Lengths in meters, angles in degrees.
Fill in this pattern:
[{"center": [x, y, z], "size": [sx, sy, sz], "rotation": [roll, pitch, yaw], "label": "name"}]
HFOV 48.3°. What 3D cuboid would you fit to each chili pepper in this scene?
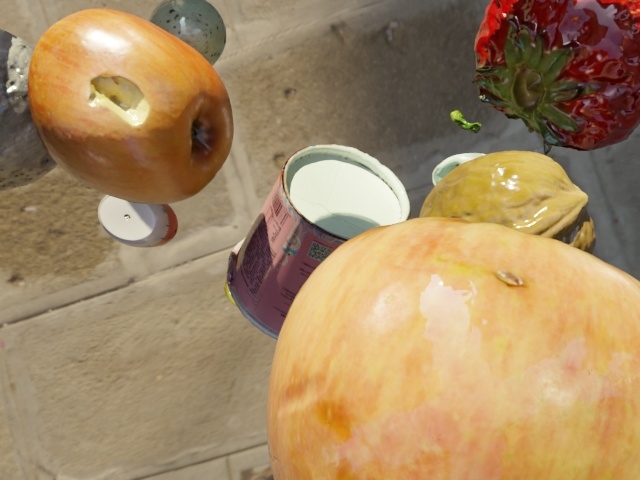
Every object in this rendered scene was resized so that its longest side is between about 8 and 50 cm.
[{"center": [0.310, -0.250, 1.524], "size": [0.091, 0.030, 0.034], "rotation": [45, 132, 46], "label": "chili pepper"}]

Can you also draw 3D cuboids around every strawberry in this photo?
[{"center": [0.351, -0.264, 0.939], "size": [0.277, 0.257, 0.257], "rotation": [-39, 82, -25], "label": "strawberry"}]

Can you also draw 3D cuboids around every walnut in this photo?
[{"center": [0.354, -0.018, 1.360], "size": [0.333, 0.333, 0.332], "rotation": [0, 88, 9], "label": "walnut"}]

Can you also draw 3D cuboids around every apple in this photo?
[{"center": [0.130, 0.167, 0.669], "size": [0.392, 0.391, 0.346], "rotation": [17, 87, 9], "label": "apple"}, {"center": [-0.235, -0.171, 0.918], "size": [0.241, 0.242, 0.242], "rotation": [25, 92, 16], "label": "apple"}]

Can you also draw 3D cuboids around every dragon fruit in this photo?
[{"center": [-0.542, -0.198, 1.198], "size": [0.204, 0.283, 0.221], "rotation": [7, 56, 31], "label": "dragon fruit"}]

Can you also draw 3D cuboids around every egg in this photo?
[{"center": [-0.213, -0.326, 1.147], "size": [0.131, 0.164, 0.131], "rotation": [-5, 116, -10], "label": "egg"}]

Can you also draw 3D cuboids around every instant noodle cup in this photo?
[{"center": [0.000, 0.000, 1.071], "size": [0.243, 0.243, 0.231], "rotation": [34, 135, 8], "label": "instant noodle cup"}]

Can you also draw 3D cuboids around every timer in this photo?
[{"center": [-0.311, -0.035, 1.245], "size": [0.136, 0.136, 0.099], "rotation": [32, 88, 9], "label": "timer"}]

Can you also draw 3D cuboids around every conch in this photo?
[{"center": [0.346, -0.112, 1.655], "size": [0.185, 0.221, 0.121], "rotation": [16, 132, -10], "label": "conch"}]

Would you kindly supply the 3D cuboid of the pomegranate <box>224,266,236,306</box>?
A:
[{"center": [-0.186, 0.098, 1.906], "size": [0.143, 0.122, 0.169], "rotation": [22, 135, 31], "label": "pomegranate"}]
